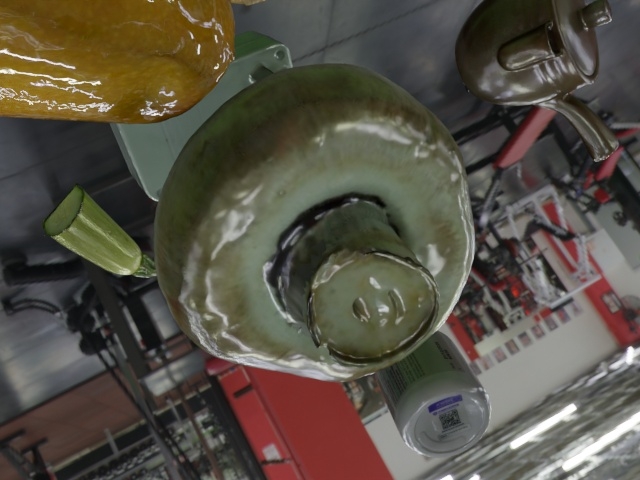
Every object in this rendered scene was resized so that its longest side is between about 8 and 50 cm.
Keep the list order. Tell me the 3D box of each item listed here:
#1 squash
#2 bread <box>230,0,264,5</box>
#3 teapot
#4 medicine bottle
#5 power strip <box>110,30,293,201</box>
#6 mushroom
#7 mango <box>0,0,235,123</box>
[{"bbox_3d":[-0.502,0.014,1.477,0.137,0.287,0.137,-41,-165,13],"label":"squash"},{"bbox_3d":[-0.074,-0.308,0.540,0.211,0.184,0.224,-60,171,4],"label":"bread"},{"bbox_3d":[0.123,-0.087,0.350,0.080,0.110,0.085,-14,-159,40],"label":"teapot"},{"bbox_3d":[0.154,0.205,0.957,0.135,0.135,0.215,-31,-153,3],"label":"medicine bottle"},{"bbox_3d":[-0.155,-0.194,0.878,0.261,0.141,0.229,-28,130,-19],"label":"power strip"},{"bbox_3d":[0.000,0.000,0.658,0.352,0.260,0.352,-9,121,-15],"label":"mushroom"},{"bbox_3d":[-0.220,-0.135,0.307,0.360,0.143,0.187,7,174,-6],"label":"mango"}]
